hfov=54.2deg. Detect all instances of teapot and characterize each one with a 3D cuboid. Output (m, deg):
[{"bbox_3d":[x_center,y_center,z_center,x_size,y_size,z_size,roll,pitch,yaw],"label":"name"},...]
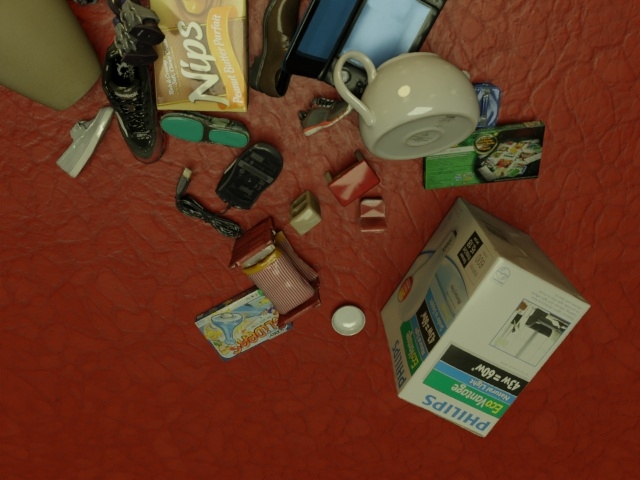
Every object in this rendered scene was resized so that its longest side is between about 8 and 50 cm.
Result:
[{"bbox_3d":[0.178,-0.283,1.228,0.252,0.256,0.187,-14,76,13],"label":"teapot"}]

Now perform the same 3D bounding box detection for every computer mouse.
[{"bbox_3d":[-0.208,-0.138,1.383,0.184,0.060,0.262,25,122,-17],"label":"computer mouse"}]

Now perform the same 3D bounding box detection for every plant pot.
[{"bbox_3d":[-0.558,-0.383,1.174,0.256,0.256,0.274,-33,127,12],"label":"plant pot"}]

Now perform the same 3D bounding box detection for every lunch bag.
[{"bbox_3d":[0.346,-0.291,1.330,0.067,0.065,0.098,-1,115,-2],"label":"lunch bag"}]

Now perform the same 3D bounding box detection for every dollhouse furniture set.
[{"bbox_3d":[0.000,0.000,1.398,0.374,0.152,0.201,-35,111,12],"label":"dollhouse furniture set"}]

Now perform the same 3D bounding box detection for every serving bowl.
[{"bbox_3d":[0.069,0.194,1.557,0.083,0.027,0.083,-1,115,-2],"label":"serving bowl"}]

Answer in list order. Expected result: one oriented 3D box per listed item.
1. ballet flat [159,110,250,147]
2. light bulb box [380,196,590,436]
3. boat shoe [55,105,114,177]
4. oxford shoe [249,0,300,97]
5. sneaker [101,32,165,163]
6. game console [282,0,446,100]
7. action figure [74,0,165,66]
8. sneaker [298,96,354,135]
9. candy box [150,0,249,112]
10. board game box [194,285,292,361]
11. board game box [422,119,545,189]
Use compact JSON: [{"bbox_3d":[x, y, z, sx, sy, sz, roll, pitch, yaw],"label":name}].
[{"bbox_3d":[-0.244,-0.241,1.328,0.188,0.070,0.070,13,113,-16],"label":"ballet flat"},{"bbox_3d":[0.329,0.153,1.370,0.225,0.358,0.361,27,109,-12],"label":"light bulb box"},{"bbox_3d":[-0.504,-0.219,1.334,0.063,0.066,0.184,33,118,-17],"label":"boat shoe"},{"bbox_3d":[-0.067,-0.394,1.242,0.096,0.083,0.227,32,123,29],"label":"oxford shoe"},{"bbox_3d":[-0.381,-0.278,1.269,0.097,0.135,0.276,-5,115,-2],"label":"sneaker"},{"bbox_3d":[0.095,-0.416,1.206,0.250,0.173,0.293,24,111,-12],"label":"game console"},{"bbox_3d":[-0.375,-0.471,1.151,0.185,0.099,0.285,-37,74,40],"label":"action figure"},{"bbox_3d":[0.009,-0.271,1.302,0.158,0.061,0.065,-18,105,41],"label":"sneaker"},{"bbox_3d":[-0.235,-0.419,1.236,0.183,0.087,0.316,1,114,-2],"label":"candy box"},{"bbox_3d":[-0.188,0.202,1.545,0.201,0.035,0.136,-28,112,10],"label":"board game box"},{"bbox_3d":[0.358,-0.187,1.384,0.259,0.030,0.136,-5,129,0],"label":"board game box"}]
